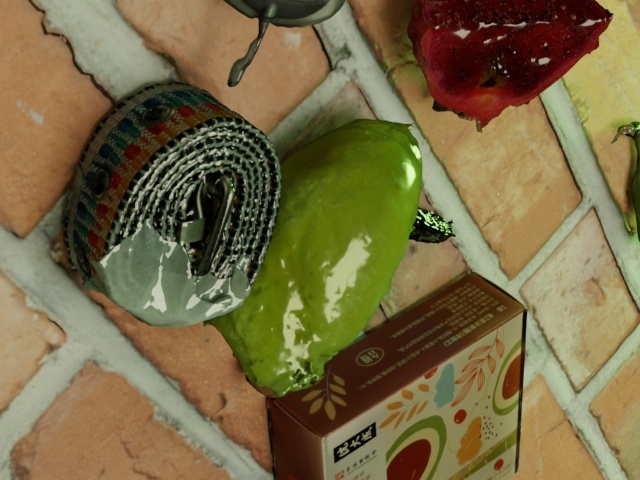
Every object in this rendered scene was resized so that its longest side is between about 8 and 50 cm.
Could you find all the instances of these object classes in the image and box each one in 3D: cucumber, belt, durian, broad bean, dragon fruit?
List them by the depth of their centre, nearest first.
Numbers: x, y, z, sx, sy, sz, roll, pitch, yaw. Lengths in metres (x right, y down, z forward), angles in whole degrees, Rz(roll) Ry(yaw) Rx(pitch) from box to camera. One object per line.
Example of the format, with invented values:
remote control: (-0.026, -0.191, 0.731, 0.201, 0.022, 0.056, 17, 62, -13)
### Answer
belt: (-0.161, -0.032, 1.602, 0.207, 0.150, 0.258, 6, 111, -39)
durian: (0.000, 0.000, 1.767, 0.340, 0.204, 0.256, -65, 171, 9)
dragon fruit: (0.196, -0.240, 1.852, 0.262, 0.134, 0.211, -4, 133, -27)
cucumber: (0.126, -0.023, 1.985, 0.181, 0.053, 0.053, 18, 103, -51)
broad bean: (0.509, -0.083, 2.337, 0.098, 0.056, 0.318, -42, 135, -6)

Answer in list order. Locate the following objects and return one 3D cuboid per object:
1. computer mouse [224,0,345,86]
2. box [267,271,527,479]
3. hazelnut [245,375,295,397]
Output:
computer mouse: (-0.028, -0.335, 1.548, 0.167, 0.090, 0.379, 20, 111, -13)
box: (0.119, 0.280, 2.139, 0.385, 0.122, 0.345, -29, 135, -28)
hazelnut: (-0.059, 0.160, 1.912, 0.086, 0.086, 0.086, -26, 134, -31)
